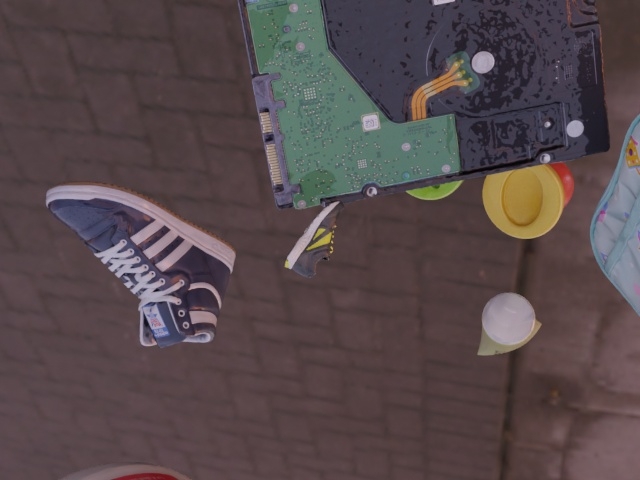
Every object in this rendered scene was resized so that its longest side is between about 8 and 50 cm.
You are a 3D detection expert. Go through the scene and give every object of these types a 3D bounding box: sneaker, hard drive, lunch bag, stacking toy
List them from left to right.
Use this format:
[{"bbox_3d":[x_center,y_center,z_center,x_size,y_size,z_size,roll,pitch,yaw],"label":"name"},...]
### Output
[{"bbox_3d":[-0.226,0.038,1.668,0.282,0.153,0.099,27,151,-38],"label":"sneaker"},{"bbox_3d":[0.000,0.000,1.269,0.035,0.083,0.031,38,168,-2],"label":"sneaker"},{"bbox_3d":[0.101,-0.170,1.299,0.339,0.064,0.236,-12,113,-3],"label":"hard drive"},{"bbox_3d":[0.251,-0.180,1.956,0.280,0.130,0.308,13,111,28],"label":"stacking toy"},{"bbox_3d":[0.364,-0.007,1.271,0.224,0.108,0.279,52,156,24],"label":"lunch bag"}]

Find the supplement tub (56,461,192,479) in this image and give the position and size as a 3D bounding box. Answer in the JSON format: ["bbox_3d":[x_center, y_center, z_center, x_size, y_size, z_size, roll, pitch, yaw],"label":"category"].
[{"bbox_3d":[-0.049,0.245,0.653,0.272,0.191,0.191,26,163,40],"label":"supplement tub"}]

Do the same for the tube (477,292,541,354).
[{"bbox_3d":[0.232,0.109,1.639,0.070,0.062,0.240,15,172,10],"label":"tube"}]
